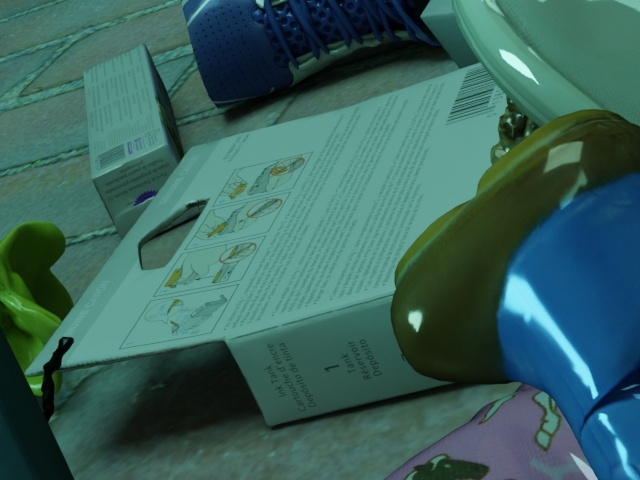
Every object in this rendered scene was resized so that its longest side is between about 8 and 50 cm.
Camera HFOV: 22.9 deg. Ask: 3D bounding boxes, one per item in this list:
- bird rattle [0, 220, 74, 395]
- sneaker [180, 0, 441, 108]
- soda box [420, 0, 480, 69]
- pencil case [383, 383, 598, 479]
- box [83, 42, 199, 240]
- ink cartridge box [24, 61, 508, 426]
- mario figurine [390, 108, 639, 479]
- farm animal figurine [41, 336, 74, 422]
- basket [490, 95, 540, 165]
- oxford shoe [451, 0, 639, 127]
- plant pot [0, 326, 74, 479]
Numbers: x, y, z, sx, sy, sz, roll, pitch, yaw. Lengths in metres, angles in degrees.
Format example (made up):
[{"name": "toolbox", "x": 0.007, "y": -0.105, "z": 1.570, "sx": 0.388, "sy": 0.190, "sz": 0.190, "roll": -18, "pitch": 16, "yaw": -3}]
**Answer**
[{"name": "bird rattle", "x": -0.274, "y": 0.029, "z": 0.954, "sx": 0.207, "sy": 0.253, "sz": 0.143, "roll": -55, "pitch": 15, "yaw": 1}, {"name": "sneaker", "x": 0.041, "y": -0.208, "z": 1.281, "sx": 0.315, "sy": 0.127, "sz": 0.182, "roll": -24, "pitch": 20, "yaw": -2}, {"name": "soda box", "x": 0.208, "y": -0.154, "z": 1.005, "sx": 0.286, "sy": 0.098, "sz": 0.091, "roll": 1, "pitch": 51, "yaw": 47}, {"name": "pencil case", "x": -0.002, "y": 0.183, "z": 0.427, "sx": 0.386, "sy": 0.160, "sz": 0.167, "roll": -37, "pitch": 70, "yaw": -27}, {"name": "box", "x": -0.151, "y": -0.086, "z": 1.295, "sx": 0.067, "sy": 0.063, "sz": 0.324, "roll": -24, "pitch": 22, "yaw": -1}, {"name": "ink cartridge box", "x": 0.000, "y": 0.000, "z": 0.944, "sx": 0.261, "sy": 0.066, "sz": 0.296, "roll": -15, "pitch": 24, "yaw": 24}, {"name": "mario figurine", "x": 0.121, "y": 0.130, "z": 0.343, "sx": 0.198, "sy": 0.170, "sz": 0.321, "roll": -26, "pitch": 60, "yaw": 7}, {"name": "farm animal figurine", "x": -0.331, "y": 0.147, "z": 0.819, "sx": 0.330, "sy": 0.172, "sz": 0.327, "roll": 13, "pitch": 47, "yaw": 26}, {"name": "basket", "x": 0.237, "y": -0.025, "z": 0.646, "sx": 0.223, "sy": 0.213, "sz": 0.299, "roll": 38, "pitch": 57, "yaw": 24}, {"name": "oxford shoe", "x": 0.246, "y": -0.041, "z": 0.435, "sx": 0.449, "sy": 0.130, "sz": 0.169, "roll": 25, "pitch": 59, "yaw": 22}, {"name": "plant pot", "x": -0.146, "y": 0.148, "z": 0.547, "sx": 0.165, "sy": 0.234, "sz": 0.165, "roll": -27, "pitch": 22, "yaw": -7}]
